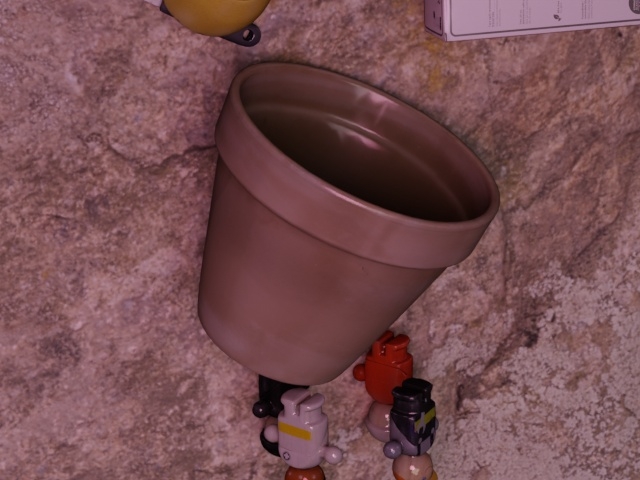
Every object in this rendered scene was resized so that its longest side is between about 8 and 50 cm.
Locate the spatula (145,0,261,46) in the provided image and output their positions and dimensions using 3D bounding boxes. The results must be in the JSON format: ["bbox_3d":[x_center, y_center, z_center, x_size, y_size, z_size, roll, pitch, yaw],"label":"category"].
[{"bbox_3d":[-0.199,-0.280,1.854,0.296,0.030,0.084,22,101,-19],"label":"spatula"}]

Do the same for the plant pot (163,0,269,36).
[{"bbox_3d":[-0.101,-0.294,1.822,0.134,0.095,0.134,-2,95,-24],"label":"plant pot"}]

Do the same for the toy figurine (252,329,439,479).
[{"bbox_3d":[0.031,0.215,1.964,0.213,0.209,0.148,-5,113,-11],"label":"toy figurine"}]

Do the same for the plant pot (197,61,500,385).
[{"bbox_3d":[0.000,0.000,1.864,0.323,0.323,0.280,16,118,-18],"label":"plant pot"}]

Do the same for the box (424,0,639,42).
[{"bbox_3d":[0.267,-0.330,1.922,0.290,0.087,0.169,-7,108,-12],"label":"box"}]
